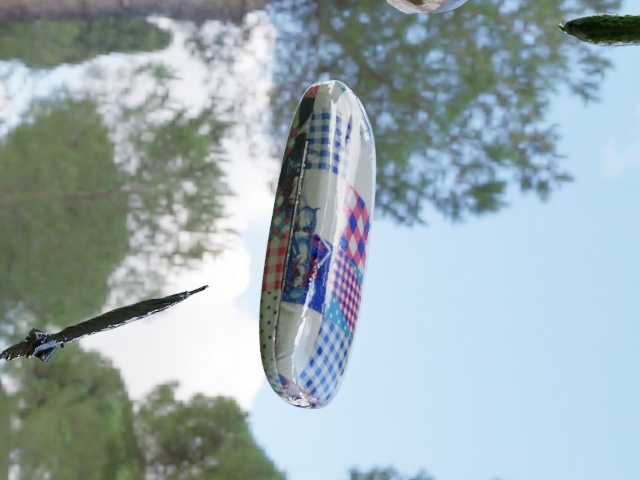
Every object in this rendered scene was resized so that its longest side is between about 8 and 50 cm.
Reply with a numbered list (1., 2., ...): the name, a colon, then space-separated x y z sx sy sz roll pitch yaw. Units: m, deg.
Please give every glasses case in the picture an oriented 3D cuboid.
1. glasses case: 0.000 0.000 1.278 0.076 0.125 0.327 -3 -115 25

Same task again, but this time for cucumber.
1. cucumber: 0.320 -0.224 1.417 0.155 0.037 0.037 7 -87 42

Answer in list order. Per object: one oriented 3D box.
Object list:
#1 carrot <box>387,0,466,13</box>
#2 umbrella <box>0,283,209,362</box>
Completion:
1. carrot: 0.149 -0.319 1.393 0.302 0.114 0.114 153 -63 -70
2. umbrella: -0.134 0.050 0.750 0.022 0.149 0.022 35 36 -79
